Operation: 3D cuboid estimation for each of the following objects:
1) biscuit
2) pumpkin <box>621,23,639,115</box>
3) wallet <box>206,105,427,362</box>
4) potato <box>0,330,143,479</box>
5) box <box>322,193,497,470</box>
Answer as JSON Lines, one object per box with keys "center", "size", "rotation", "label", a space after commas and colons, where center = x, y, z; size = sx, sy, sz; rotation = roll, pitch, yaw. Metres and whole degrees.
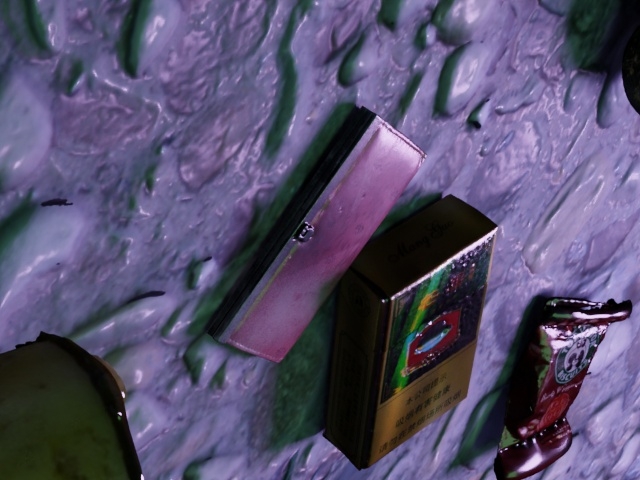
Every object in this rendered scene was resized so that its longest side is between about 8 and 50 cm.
{"center": [0.275, 0.162, 1.990], "size": [0.151, 0.063, 0.235], "rotation": [-13, 128, -50], "label": "biscuit"}
{"center": [0.389, -0.186, 1.698], "size": [0.190, 0.146, 0.190], "rotation": [-43, -170, 9], "label": "pumpkin"}
{"center": [0.000, 0.000, 1.470], "size": [0.232, 0.025, 0.119], "rotation": [-55, 151, 4], "label": "wallet"}
{"center": [-0.246, 0.213, 1.165], "size": [0.242, 0.242, 0.285], "rotation": [-25, 146, -41], "label": "potato"}
{"center": [0.082, 0.091, 1.635], "size": [0.159, 0.071, 0.240], "rotation": [-30, 142, -32], "label": "box"}
